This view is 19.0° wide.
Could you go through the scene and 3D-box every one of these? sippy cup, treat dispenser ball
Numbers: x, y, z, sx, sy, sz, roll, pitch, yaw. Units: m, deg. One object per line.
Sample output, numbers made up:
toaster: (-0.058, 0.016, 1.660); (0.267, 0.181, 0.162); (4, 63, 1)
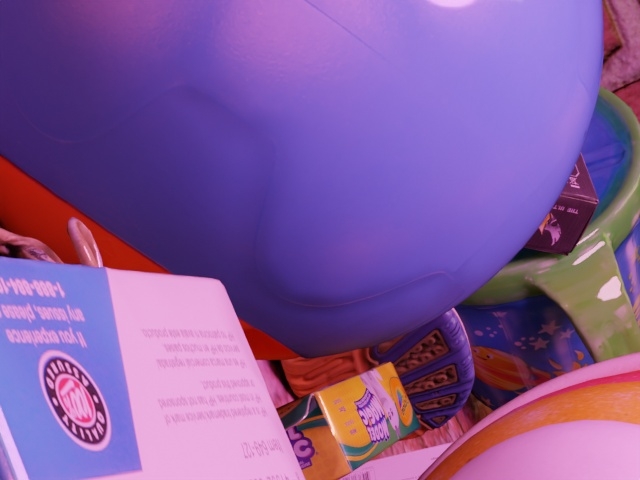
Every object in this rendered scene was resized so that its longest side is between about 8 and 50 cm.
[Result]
sippy cup: (0.170, 0.022, 1.552); (0.305, 0.240, 0.224); (-74, 151, -43)
treat dispenser ball: (-0.022, -0.090, 0.833); (0.288, 0.288, 0.288); (58, 14, -24)

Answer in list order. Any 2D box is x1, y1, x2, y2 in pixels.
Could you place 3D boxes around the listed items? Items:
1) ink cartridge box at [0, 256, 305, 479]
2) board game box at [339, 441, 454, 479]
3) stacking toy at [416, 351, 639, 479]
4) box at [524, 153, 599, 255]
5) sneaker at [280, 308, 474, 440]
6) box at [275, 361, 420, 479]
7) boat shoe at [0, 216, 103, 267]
ink cartridge box: (-0.076, 0.143, 0.435); (0.232, 0.168, 0.171); (66, 14, 11)
board game box: (0.161, 0.172, 1.009); (0.193, 0.305, 0.053); (-100, 176, -49)
stacking toy: (0.113, 0.164, 0.676); (0.350, 0.351, 0.480); (69, 11, 22)
box: (0.072, -0.086, 1.403); (0.231, 0.056, 0.183); (11, 37, -19)
sneaker: (0.000, 0.000, 1.135); (0.296, 0.112, 0.131); (54, 16, -39)
box: (-0.022, 0.100, 0.873); (0.043, 0.105, 0.179); (65, 14, 7)
boat shoe: (-0.115, 0.041, 0.653); (0.104, 0.089, 0.285); (66, 13, 11)
